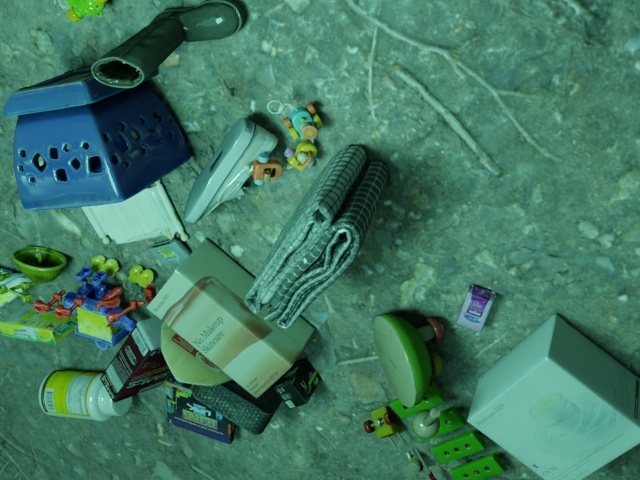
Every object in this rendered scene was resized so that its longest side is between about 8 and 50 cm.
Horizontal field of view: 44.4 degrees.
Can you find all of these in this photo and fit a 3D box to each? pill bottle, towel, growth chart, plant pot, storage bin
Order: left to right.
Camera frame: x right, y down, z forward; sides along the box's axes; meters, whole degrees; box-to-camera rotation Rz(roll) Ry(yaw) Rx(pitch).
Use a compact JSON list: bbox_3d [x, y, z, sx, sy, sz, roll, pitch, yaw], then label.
[{"bbox_3d":[-0.569,0.378,1.914,0.215,0.117,0.117,0,120,24],"label":"pill bottle"},{"bbox_3d":[-0.410,-0.197,1.418,0.236,0.236,0.212,-2,113,26],"label":"plant pot"},{"bbox_3d":[-0.399,-0.065,1.622,0.237,0.021,0.171,-4,118,26],"label":"growth chart"},{"bbox_3d":[-0.170,0.316,1.695,0.180,0.122,0.084,30,127,4],"label":"storage bin"},{"bbox_3d":[0.000,0.000,1.356,0.121,0.235,0.283,32,128,-5],"label":"towel"}]

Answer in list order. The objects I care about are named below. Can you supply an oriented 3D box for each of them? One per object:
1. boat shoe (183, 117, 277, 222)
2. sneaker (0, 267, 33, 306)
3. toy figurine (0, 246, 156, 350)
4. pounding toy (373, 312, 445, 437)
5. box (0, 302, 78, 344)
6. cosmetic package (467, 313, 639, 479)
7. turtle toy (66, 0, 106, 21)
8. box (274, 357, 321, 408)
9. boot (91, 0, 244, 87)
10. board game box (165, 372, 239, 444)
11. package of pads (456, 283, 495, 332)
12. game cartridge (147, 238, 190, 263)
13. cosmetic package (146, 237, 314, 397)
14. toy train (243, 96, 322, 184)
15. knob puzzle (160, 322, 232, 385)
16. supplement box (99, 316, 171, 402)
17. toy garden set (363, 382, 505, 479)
[{"bbox_3d":[-0.168,-0.111,1.445,0.084,0.095,0.258,24,133,-23],"label":"boat shoe"},{"bbox_3d":[-0.782,0.093,1.846,0.240,0.091,0.126,-19,110,33],"label":"sneaker"},{"bbox_3d":[-0.530,0.166,1.729,0.363,0.191,0.217,13,129,17],"label":"toy figurine"},{"bbox_3d":[0.196,0.234,1.479,0.183,0.110,0.236,98,151,-61],"label":"pounding toy"},{"bbox_3d":[-0.645,0.194,1.839,0.179,0.105,0.043,4,115,22],"label":"box"},{"bbox_3d":[0.427,0.294,1.411,0.225,0.138,0.224,38,127,0],"label":"cosmetic package"},{"bbox_3d":[-0.413,-0.448,1.359,0.095,0.066,0.130,-19,110,32],"label":"turtle toy"},{"bbox_3d":[-0.047,0.301,1.656,0.052,0.083,0.062,-25,108,35],"label":"box"},{"bbox_3d":[-0.244,-0.322,1.274,0.190,0.208,0.076,-5,119,26],"label":"boot"},{"bbox_3d":[-0.276,0.390,1.836,0.170,0.048,0.141,15,124,15],"label":"board game box"},{"bbox_3d":[0.284,0.125,1.432,0.050,0.032,0.083,19,126,9],"label":"package of pads"},{"bbox_3d":[-0.313,0.025,1.634,0.083,0.017,0.056,-13,135,34],"label":"game cartridge"},{"bbox_3d":[-0.182,0.159,1.599,0.296,0.129,0.153,39,129,-3],"label":"cosmetic package"},{"bbox_3d":[-0.058,-0.161,1.358,0.125,0.046,0.166,1,127,-24],"label":"toy train"},{"bbox_3d":[-0.254,0.232,1.634,0.213,0.213,0.030,37,126,-1],"label":"knob puzzle"},{"bbox_3d":[-0.379,0.256,1.737,0.073,0.130,0.239,56,131,19],"label":"supplement box"},{"bbox_3d":[0.229,0.408,1.627,0.204,0.049,0.244,-32,104,33],"label":"toy garden set"}]
